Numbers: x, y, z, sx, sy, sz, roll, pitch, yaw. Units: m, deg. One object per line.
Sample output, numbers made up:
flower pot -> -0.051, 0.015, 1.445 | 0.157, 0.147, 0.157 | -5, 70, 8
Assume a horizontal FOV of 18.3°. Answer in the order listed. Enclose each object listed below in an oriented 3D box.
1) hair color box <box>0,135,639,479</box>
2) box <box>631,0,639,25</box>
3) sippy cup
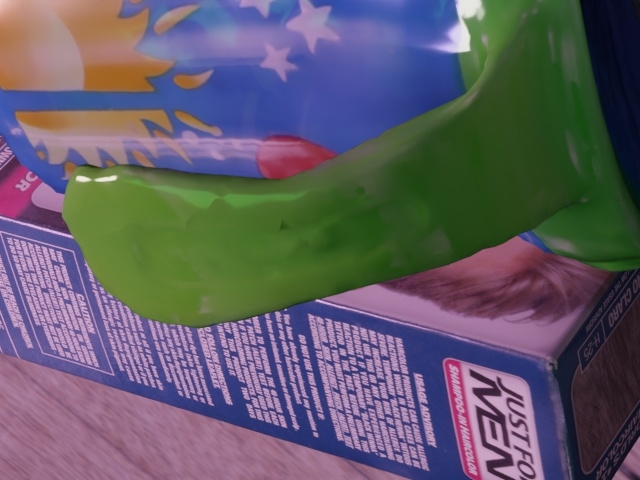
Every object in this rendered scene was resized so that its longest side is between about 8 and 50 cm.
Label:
hair color box -> 0.000, 0.000, 0.935 | 0.347, 0.174, 0.105 | 14, 135, 30
box -> 0.181, -0.109, 0.549 | 0.119, 0.182, 0.181 | 51, 176, 37
sippy cup -> 0.001, -0.102, 0.682 | 0.224, 0.305, 0.240 | -5, 92, 20
